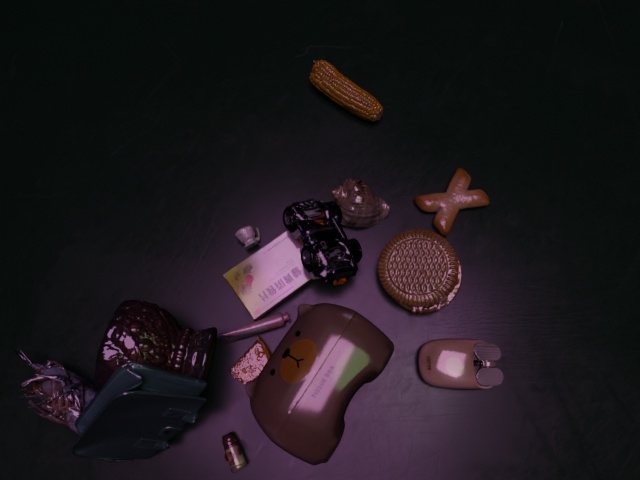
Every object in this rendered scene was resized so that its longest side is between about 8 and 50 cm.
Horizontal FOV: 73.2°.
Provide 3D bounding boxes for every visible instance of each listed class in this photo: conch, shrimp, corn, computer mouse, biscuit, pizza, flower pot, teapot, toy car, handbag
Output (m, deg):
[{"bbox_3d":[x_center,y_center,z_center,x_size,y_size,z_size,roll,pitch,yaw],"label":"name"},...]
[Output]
[{"bbox_3d":[0.127,-0.116,1.417,0.207,0.130,0.155,19,108,-15],"label":"conch"},{"bbox_3d":[-0.731,0.424,1.210,0.372,0.172,0.137,32,42,-4],"label":"shrimp"},{"bbox_3d":[0.089,-0.524,1.534,0.313,0.102,0.102,41,78,12],"label":"corn"},{"bbox_3d":[0.405,0.357,1.251,0.237,0.082,0.145,2,72,3],"label":"computer mouse"},{"bbox_3d":[0.436,-0.132,1.426,0.208,0.047,0.164,-34,74,-9],"label":"biscuit"},{"bbox_3d":[-0.202,0.382,1.280,0.131,0.041,0.178,-18,73,-7],"label":"pizza"},{"bbox_3d":[-0.441,0.315,1.204,0.267,0.266,0.266,11,73,-5],"label":"flower pot"},{"bbox_3d":[0.302,0.094,1.317,0.260,0.079,0.258,-4,77,16],"label":"biscuit"},{"bbox_3d":[-0.230,-0.011,1.402,0.083,0.064,0.064,-23,79,-39],"label":"teapot"},{"bbox_3d":[0.000,0.002,1.317,0.193,0.118,0.301,-6,57,-33],"label":"toy car"},{"bbox_3d":[-0.464,0.453,1.103,0.326,0.239,0.089,-48,35,24],"label":"handbag"}]

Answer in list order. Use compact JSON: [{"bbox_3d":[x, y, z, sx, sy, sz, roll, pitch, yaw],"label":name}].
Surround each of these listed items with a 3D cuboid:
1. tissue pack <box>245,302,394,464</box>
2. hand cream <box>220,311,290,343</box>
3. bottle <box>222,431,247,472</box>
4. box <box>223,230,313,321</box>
[{"bbox_3d":[-0.008,0.361,1.162,0.277,0.267,0.387,33,77,12],"label":"tissue pack"},{"bbox_3d":[-0.196,0.266,1.308,0.210,0.067,0.043,-19,58,-8],"label":"hand cream"},{"bbox_3d":[-0.247,0.593,1.210,0.063,0.047,0.101,-29,72,3],"label":"bottle"},{"bbox_3d":[-0.147,0.107,1.356,0.261,0.062,0.175,-35,75,-10],"label":"box"}]
